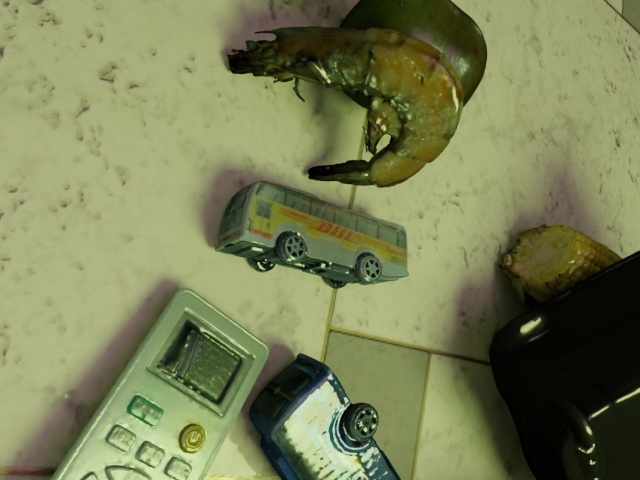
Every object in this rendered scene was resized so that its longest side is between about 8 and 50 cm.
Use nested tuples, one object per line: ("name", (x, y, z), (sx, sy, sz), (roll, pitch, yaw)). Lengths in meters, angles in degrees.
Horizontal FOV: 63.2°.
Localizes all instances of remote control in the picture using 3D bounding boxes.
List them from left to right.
("remote control", (-0.148, 0.181, 0.390), (0.103, 0.051, 0.293), (42, 61, -24))

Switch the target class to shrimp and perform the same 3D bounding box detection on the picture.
("shrimp", (0.017, -0.119, 0.478), (0.051, 0.218, 0.150), (-60, 159, -52))

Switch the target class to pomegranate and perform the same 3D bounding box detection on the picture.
("pomegranate", (0.092, -0.208, 0.547), (0.152, 0.131, 0.191), (26, 47, -21))

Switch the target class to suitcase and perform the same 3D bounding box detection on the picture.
("suitcase", (0.400, 0.178, 0.595), (0.345, 0.188, 0.339), (-30, 116, -1))

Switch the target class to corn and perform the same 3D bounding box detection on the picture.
("corn", (0.378, 0.075, 0.717), (0.305, 0.122, 0.123), (29, 107, -26))

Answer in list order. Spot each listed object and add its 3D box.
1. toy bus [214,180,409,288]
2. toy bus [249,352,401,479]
("toy bus", (0.000, 0.000, 0.496), (0.191, 0.064, 0.075), (17, 71, -31))
("toy bus", (0.025, 0.223, 0.482), (0.094, 0.079, 0.236), (-38, 106, -28))
